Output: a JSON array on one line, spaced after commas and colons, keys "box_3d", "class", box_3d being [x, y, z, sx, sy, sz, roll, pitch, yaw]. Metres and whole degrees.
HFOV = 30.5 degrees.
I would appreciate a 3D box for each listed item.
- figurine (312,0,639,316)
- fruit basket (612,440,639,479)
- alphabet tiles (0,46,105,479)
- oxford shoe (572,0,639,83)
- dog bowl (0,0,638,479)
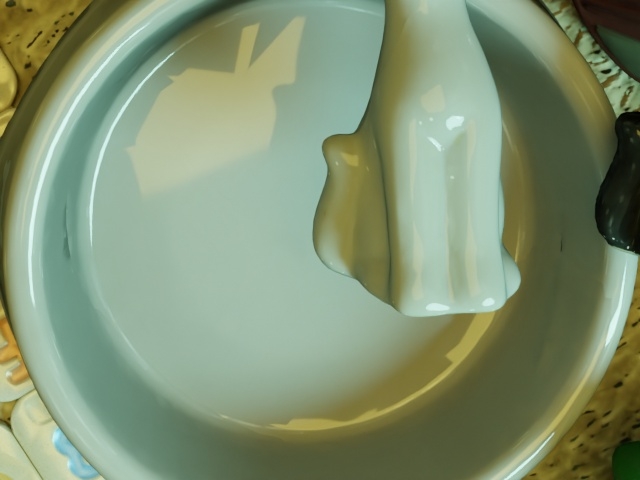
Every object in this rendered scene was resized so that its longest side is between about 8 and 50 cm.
[{"box_3d": [0.101, -0.085, 0.489, 0.215, 0.092, 0.209, -4, 107, -6], "class": "figurine"}, {"box_3d": [0.337, 0.223, 0.541, 0.392, 0.392, 0.283, -6, 96, -3], "class": "fruit basket"}, {"box_3d": [-0.195, 0.023, 0.652, 0.284, 0.021, 0.278, -31, 98, -1], "class": "alphabet tiles"}, {"box_3d": [0.159, -0.229, 0.555, 0.130, 0.123, 0.348, -48, 137, -15], "class": "oxford shoe"}, {"box_3d": [0.000, 0.000, 0.600, 0.348, 0.102, 0.349, -2, 104, -8], "class": "dog bowl"}]
